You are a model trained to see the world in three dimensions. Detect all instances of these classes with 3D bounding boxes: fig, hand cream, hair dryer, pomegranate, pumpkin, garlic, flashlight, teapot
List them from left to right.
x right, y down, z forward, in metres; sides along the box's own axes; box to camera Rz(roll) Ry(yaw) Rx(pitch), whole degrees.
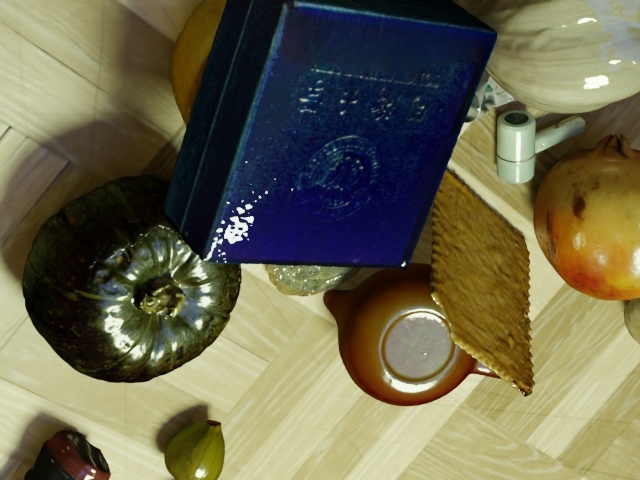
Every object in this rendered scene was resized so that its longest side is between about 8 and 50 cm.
[{"bbox_3d":[-0.344,0.326,1.827,0.232,0.093,0.093,-48,134,5],"label":"flashlight"},{"bbox_3d":[-0.194,0.046,1.679,0.238,0.159,0.238,-13,123,-22],"label":"pumpkin"},{"bbox_3d":[-0.148,0.256,1.917,0.074,0.074,0.088,27,89,-42],"label":"fig"},{"bbox_3d":[0.124,0.114,1.945,0.252,0.135,0.178,20,105,-17],"label":"teapot"},{"bbox_3d":[0.239,-0.190,1.878,0.257,0.050,0.084,-23,133,-27],"label":"hand cream"},{"bbox_3d":[0.275,-0.131,1.947,0.137,0.047,0.082,-23,130,-26],"label":"hair dryer"},{"bbox_3d":[0.263,-0.281,1.663,0.241,0.322,0.322,13,115,-11],"label":"garlic"},{"bbox_3d":[0.374,-0.022,1.974,0.209,0.209,0.209,-17,128,-23],"label":"pomegranate"}]

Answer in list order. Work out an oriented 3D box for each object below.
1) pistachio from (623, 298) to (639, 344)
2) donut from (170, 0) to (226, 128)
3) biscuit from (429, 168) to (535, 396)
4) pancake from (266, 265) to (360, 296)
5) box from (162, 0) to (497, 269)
[{"bbox_3d":[0.517,0.110,2.217,0.223,0.126,0.152,14,76,-39],"label":"pistachio"},{"bbox_3d":[-0.035,-0.175,1.664,0.277,0.108,0.277,-18,129,-23],"label":"donut"},{"bbox_3d":[0.198,0.049,1.923,0.013,0.232,0.237,-18,143,32],"label":"biscuit"},{"bbox_3d":[0.000,0.000,1.867,0.158,0.028,0.158,-20,131,-24],"label":"pancake"},{"bbox_3d":[0.009,-0.116,1.584,0.261,0.116,0.279,3,117,-35],"label":"box"}]
